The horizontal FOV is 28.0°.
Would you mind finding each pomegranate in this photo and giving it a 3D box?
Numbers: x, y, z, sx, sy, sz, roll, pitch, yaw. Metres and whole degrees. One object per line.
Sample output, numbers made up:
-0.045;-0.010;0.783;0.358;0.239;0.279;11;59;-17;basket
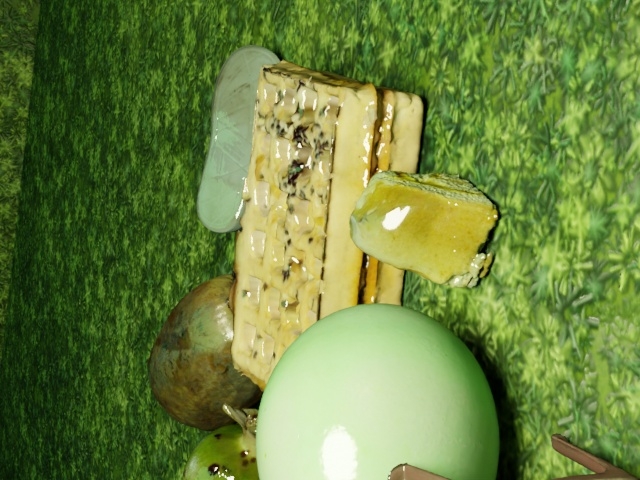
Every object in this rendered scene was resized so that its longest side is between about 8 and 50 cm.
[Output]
-0.098;0.280;1.610;0.148;0.148;0.169;41;115;60;pomegranate

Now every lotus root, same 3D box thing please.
-0.139;0.154;1.686;0.275;0.152;0.160;122;138;-50;lotus root

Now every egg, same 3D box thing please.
0.050;0.184;1.154;0.220;0.220;0.270;121;164;-48;egg

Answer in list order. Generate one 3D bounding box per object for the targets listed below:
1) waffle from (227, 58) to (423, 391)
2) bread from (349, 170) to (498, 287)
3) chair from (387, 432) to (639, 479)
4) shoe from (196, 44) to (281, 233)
-0.001;0.000;1.426;0.261;0.114;0.376;-148;62;-64;waffle
0.089;-0.018;1.235;0.156;0.110;0.103;31;111;62;bread
0.190;0.264;0.904;0.326;0.175;0.183;-178;81;-70;chair
-0.096;-0.128;1.695;0.100;0.103;0.251;24;-101;-69;shoe
